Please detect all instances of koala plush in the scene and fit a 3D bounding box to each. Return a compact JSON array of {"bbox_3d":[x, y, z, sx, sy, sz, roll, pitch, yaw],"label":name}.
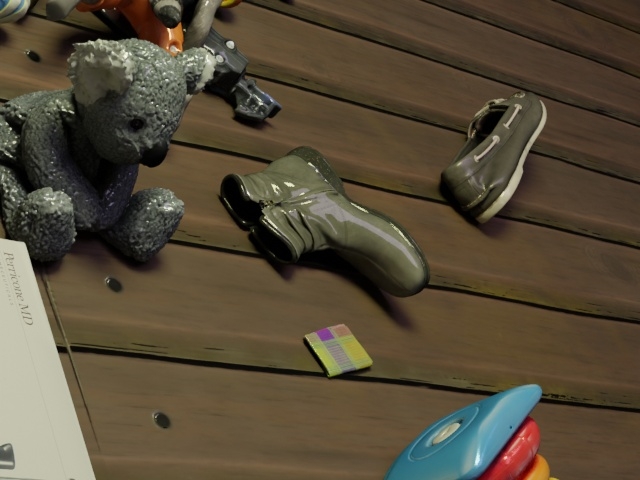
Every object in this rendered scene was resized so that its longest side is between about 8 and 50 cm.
[{"bbox_3d":[-0.216,-0.118,1.527,0.196,0.221,0.203,-2,52,-49],"label":"koala plush"}]

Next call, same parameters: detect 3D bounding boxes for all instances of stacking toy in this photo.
[{"bbox_3d":[0.218,0.316,1.586,0.302,0.166,0.175,52,46,-6],"label":"stacking toy"}]

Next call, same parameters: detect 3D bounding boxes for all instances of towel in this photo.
[{"bbox_3d":[0.020,0.124,1.707,0.083,0.009,0.060,-11,60,-53],"label":"towel"}]

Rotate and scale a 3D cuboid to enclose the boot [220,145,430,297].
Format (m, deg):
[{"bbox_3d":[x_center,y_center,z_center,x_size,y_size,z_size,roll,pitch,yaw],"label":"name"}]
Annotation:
[{"bbox_3d":[0.000,0.000,1.788,0.246,0.083,0.161,43,37,11],"label":"boot"}]

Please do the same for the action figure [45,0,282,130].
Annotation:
[{"bbox_3d":[-0.158,-0.269,1.828,0.341,0.178,0.330,36,35,-15],"label":"action figure"}]

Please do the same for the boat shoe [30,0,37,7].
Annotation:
[{"bbox_3d":[-0.350,-0.348,1.804,0.073,0.080,0.223,25,30,-18],"label":"boat shoe"}]

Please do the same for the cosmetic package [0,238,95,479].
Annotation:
[{"bbox_3d":[-0.331,0.146,1.197,0.284,0.097,0.377,14,41,-43],"label":"cosmetic package"}]

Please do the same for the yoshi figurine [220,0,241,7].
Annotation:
[{"bbox_3d":[-0.067,-0.447,2.156,0.203,0.203,0.362,56,27,-10],"label":"yoshi figurine"}]

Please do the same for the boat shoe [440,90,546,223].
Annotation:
[{"bbox_3d":[0.251,-0.150,2.212,0.095,0.112,0.335,42,34,-11],"label":"boat shoe"}]

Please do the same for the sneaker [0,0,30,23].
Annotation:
[{"bbox_3d":[-0.404,-0.230,1.605,0.240,0.091,0.126,3,67,-48],"label":"sneaker"}]
